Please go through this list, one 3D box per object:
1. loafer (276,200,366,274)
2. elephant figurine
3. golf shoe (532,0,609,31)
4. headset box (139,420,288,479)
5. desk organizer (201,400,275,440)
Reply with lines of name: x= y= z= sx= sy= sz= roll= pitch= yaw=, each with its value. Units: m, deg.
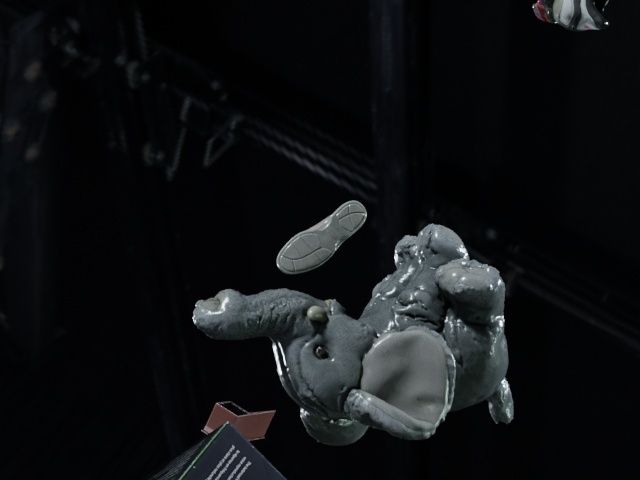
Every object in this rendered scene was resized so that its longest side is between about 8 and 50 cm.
loafer: x=0.000 y=0.000 z=1.278 sx=0.045 sy=0.125 sz=0.039 roll=54 pitch=-15 yaw=-3
elephant figurine: x=0.037 y=0.104 z=0.923 sx=0.186 sy=0.239 sz=0.169 roll=41 pitch=-34 yaw=28
golf shoe: x=0.284 y=-0.292 z=1.070 sx=0.086 sy=0.067 sz=0.186 roll=28 pitch=-82 yaw=36
headset box: x=-0.043 y=0.273 z=0.592 sx=0.283 sy=0.131 sz=0.246 roll=46 pitch=-44 yaw=-6
desk organizer: x=-0.124 y=0.279 z=1.690 sx=0.047 sy=0.130 sz=0.050 roll=28 pitch=-83 yaw=24
